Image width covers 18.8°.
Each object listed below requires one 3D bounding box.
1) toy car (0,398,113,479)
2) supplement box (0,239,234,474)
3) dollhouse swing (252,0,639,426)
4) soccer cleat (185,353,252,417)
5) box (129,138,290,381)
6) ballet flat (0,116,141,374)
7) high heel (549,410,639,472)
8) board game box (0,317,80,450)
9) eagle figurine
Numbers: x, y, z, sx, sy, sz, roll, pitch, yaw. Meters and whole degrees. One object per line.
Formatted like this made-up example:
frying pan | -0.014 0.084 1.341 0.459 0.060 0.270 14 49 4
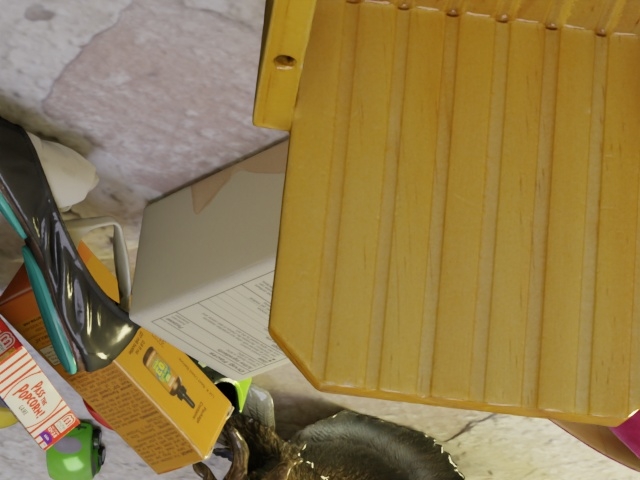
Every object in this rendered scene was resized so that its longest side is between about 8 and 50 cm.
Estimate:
toy car | -0.264 0.202 2.022 0.239 0.053 0.225 2 147 3
supplement box | -0.186 0.108 1.775 0.080 0.078 0.233 -27 114 38
dollhouse swing | 0.132 -0.086 1.298 0.346 0.305 0.315 8 148 -4
soccer cleat | -0.133 0.111 1.847 0.060 0.072 0.179 -25 137 37
box | 0.000 0.000 1.613 0.311 0.121 0.148 -22 140 34
ballet flat | -0.224 -0.016 1.629 0.096 0.095 0.280 -30 124 -14
high heel | 0.204 0.151 1.830 0.244 0.117 0.082 12 147 -12
board game box | -0.305 0.082 1.730 0.045 0.193 0.147 -38 146 -10
eagle figurine | -0.019 0.268 2.021 0.226 0.225 0.298 34 -163 28
